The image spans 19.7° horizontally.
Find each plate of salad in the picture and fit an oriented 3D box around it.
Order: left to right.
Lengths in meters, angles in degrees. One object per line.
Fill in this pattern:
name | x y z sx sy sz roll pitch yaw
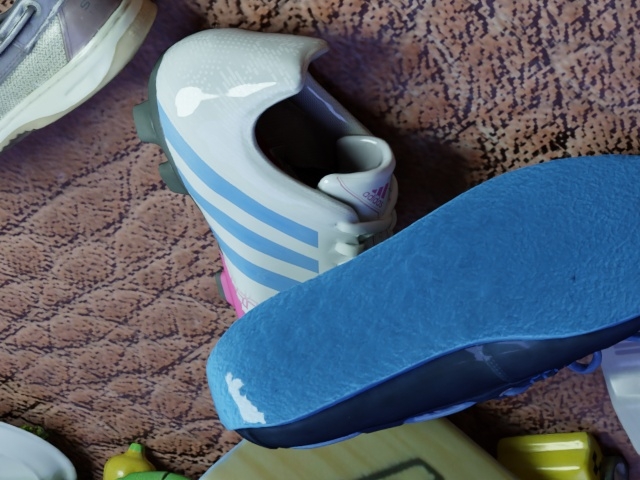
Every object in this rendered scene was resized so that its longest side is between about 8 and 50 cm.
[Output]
plate of salad | -0.311 0.185 1.618 0.200 0.048 0.200 5 148 3

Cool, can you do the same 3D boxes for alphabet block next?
alphabet block | 0.020 0.235 1.374 0.197 0.193 0.192 40 145 14

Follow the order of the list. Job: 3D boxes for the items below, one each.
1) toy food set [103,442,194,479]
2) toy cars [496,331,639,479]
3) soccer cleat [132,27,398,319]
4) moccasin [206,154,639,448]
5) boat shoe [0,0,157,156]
toy food set | -0.095 0.219 1.558 0.218 0.071 0.128 14 172 18
toy cars | 0.221 0.173 1.338 0.176 0.087 0.393 21 141 1
soccer cleat | 0.000 0.000 1.219 0.143 0.116 0.331 -3 134 30
moccasin | 0.095 0.038 1.174 0.342 0.137 0.117 -16 156 5
boat shoe | -0.228 -0.106 1.222 0.285 0.103 0.092 -27 116 38
